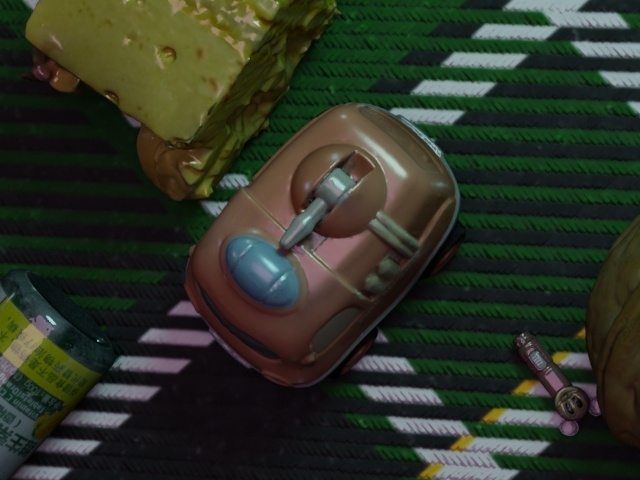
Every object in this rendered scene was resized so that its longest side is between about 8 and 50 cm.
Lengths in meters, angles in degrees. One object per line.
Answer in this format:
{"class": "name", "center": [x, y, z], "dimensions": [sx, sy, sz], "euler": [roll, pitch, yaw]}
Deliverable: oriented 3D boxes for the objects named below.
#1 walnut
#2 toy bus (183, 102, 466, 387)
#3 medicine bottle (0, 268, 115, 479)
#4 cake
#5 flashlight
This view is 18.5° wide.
{"class": "walnut", "center": [0.383, 0.077, 1.787], "dimensions": [0.313, 0.252, 0.277], "euler": [-46, 79, 13]}
{"class": "toy bus", "center": [0.000, 0.000, 1.876], "dimensions": [0.194, 0.232, 0.288], "euler": [43, 92, 8]}
{"class": "medicine bottle", "center": [-0.348, 0.176, 1.964], "dimensions": [0.141, 0.141, 0.293], "euler": [44, 94, 11]}
{"class": "cake", "center": [-0.137, -0.202, 1.911], "dimensions": [0.227, 0.222, 0.286], "euler": [38, 102, 12]}
{"class": "flashlight", "center": [0.227, 0.135, 1.919], "dimensions": [0.052, 0.031, 0.110], "euler": [-38, 80, 5]}
